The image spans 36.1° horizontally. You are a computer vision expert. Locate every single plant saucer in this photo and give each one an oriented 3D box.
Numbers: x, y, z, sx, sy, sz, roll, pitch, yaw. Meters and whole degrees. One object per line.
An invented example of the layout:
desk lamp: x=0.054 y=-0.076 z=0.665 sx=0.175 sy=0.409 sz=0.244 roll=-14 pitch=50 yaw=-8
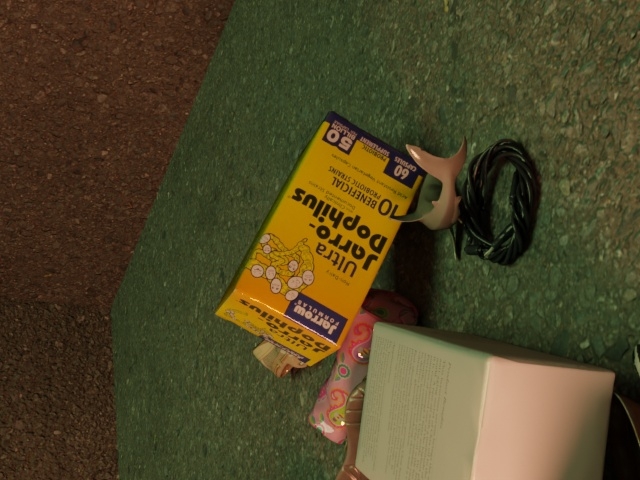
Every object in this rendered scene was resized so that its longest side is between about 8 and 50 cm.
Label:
plant saucer: x=0.353 y=0.248 z=1.086 sx=0.168 sy=0.029 sz=0.168 roll=-12 pitch=-90 yaw=-87

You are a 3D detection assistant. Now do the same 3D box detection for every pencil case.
pencil case: x=0.074 y=0.224 z=1.703 sx=0.124 sy=0.124 sz=0.284 roll=-121 pitch=44 yaw=-55

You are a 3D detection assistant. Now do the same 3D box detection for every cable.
cable: x=0.262 y=-0.059 z=1.450 sx=0.150 sy=0.047 sz=0.184 roll=-157 pitch=77 yaw=-66

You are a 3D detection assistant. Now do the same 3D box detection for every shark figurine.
shark figurine: x=0.161 y=-0.055 z=1.505 sx=0.278 sy=0.116 sz=0.166 roll=63 pitch=-156 yaw=-83

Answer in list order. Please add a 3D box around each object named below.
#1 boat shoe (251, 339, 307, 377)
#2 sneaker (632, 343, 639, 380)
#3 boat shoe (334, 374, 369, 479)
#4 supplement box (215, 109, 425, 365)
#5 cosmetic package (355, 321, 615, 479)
boat shoe: x=-0.043 y=0.205 z=2.010 sx=0.098 sy=0.109 sz=0.302 roll=52 pitch=145 yaw=3
sneaker: x=0.381 y=0.192 z=1.076 sx=0.178 sy=0.072 sz=0.077 roll=-98 pitch=17 yaw=-44
boat shoe: x=0.094 y=0.357 z=1.641 sx=0.116 sy=0.123 sz=0.324 roll=-54 pitch=-24 yaw=-63
supplement box: x=0.000 y=0.000 z=1.651 sx=0.356 sy=0.194 sz=0.195 roll=-63 pitch=6 yaw=-21
cosmetic package: x=0.189 y=0.242 z=1.281 sx=0.453 sy=0.161 sz=0.230 roll=-176 pitch=94 yaw=-78
